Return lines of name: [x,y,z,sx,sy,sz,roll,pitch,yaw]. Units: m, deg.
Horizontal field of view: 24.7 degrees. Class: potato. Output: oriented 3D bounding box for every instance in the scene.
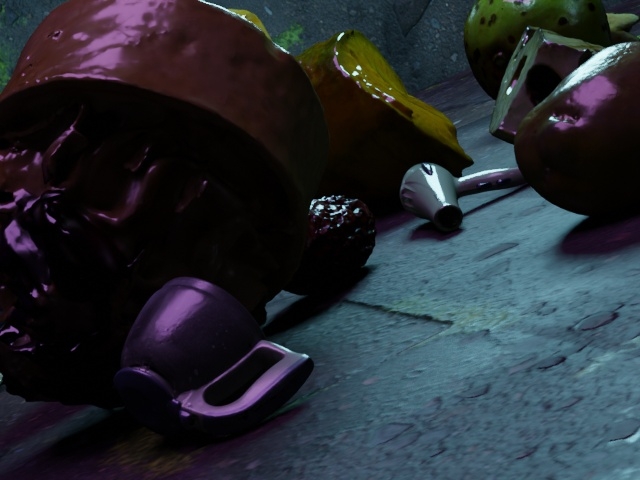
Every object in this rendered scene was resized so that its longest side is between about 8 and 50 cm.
potato: [0.276,-0.101,1.337,0.200,0.137,0.154,-27,-21,-33]

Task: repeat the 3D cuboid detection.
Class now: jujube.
jujube: [0.003,-0.001,1.517,0.104,0.104,0.166,-16,10,38]

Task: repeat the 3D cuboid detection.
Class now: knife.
knife: [-0.404,0.142,1.878,0.089,0.043,0.365,-25,8,7]

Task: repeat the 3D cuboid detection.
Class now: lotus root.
lotus root: [0.310,-0.176,1.791,0.210,0.142,0.314,19,15,13]

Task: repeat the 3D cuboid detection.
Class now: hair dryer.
hair dryer: [0.185,-0.052,1.621,0.199,0.067,0.167,-6,20,9]

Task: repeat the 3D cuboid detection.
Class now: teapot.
teapot: [-0.094,0.109,1.140,0.108,0.149,0.111,-48,-17,-37]

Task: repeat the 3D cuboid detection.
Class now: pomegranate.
pomegranate: [0.347,-0.302,2.249,0.231,0.231,0.286,-17,-9,31]

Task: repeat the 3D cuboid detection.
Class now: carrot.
carrot: [0.032,-0.151,1.948,0.341,0.241,0.241,-20,8,26]

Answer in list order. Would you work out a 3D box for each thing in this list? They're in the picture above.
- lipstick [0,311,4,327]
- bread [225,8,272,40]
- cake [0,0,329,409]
lipstick: [-0.465,0.138,1.865,0.158,0.048,0.048,-50,19,-23]
bread: [-0.209,-0.155,2.207,0.361,0.394,0.250,-16,25,18]
cake: [-0.170,-0.011,1.289,0.332,0.332,0.321,-17,40,32]
